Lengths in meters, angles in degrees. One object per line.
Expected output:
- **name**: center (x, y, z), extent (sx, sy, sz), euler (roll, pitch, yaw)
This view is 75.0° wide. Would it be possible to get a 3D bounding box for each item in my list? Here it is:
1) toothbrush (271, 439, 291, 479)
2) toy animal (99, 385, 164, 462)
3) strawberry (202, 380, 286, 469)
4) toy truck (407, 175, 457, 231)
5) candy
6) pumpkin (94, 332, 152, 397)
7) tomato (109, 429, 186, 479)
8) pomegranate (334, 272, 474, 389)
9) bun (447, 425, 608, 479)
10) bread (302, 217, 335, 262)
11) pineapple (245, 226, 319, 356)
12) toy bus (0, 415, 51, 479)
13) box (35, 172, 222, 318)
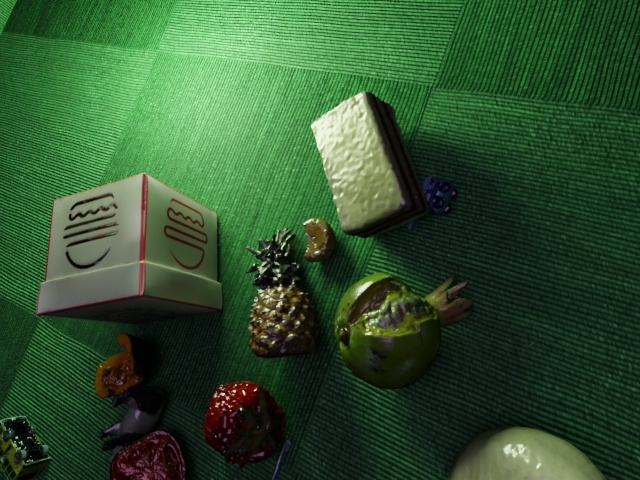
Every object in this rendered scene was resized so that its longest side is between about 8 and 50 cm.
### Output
- **toothbrush**: center (-0.107, 0.545, 0.976), extent (0.017, 0.014, 0.162), euler (22, 86, 44)
- **toy animal**: center (-0.494, 0.481, 1.091), extent (0.094, 0.121, 0.225), euler (13, 80, 55)
- **strawberry**: center (-0.188, 0.411, 0.962), extent (0.202, 0.187, 0.184), euler (13, 106, 51)
- **toy truck**: center (0.258, -0.079, 0.967), extent (0.074, 0.063, 0.136), euler (21, 87, 42)
- **candy**: center (0.113, -0.174, 0.985), extent (0.179, 0.135, 0.320), euler (-29, 68, 34)
- **pumpkin**: center (-0.525, 0.342, 1.142), extent (0.183, 0.108, 0.119), euler (-49, 58, 12)
- **tomato**: center (-0.419, 0.580, 1.041), extent (0.166, 0.082, 0.174), euler (-26, 66, -22)
- **pomegranate**: center (0.175, 0.170, 0.870), extent (0.302, 0.236, 0.235), euler (-16, 67, -18)
- **bun**: center (0.363, 0.505, 0.693), extent (0.361, 0.213, 0.360), euler (-18, 65, 47)
- **bread**: center (0.000, 0.000, 1.047), extent (0.082, 0.060, 0.113), euler (-4, 77, 21)
- **pineapple**: center (-0.098, 0.111, 1.014), extent (0.169, 0.169, 0.340), euler (-14, 65, 18)
- **toy bus**: center (-0.890, 0.614, 1.227), extent (0.175, 0.088, 0.101), euler (37, 93, 24)
- **box**: center (-0.472, 0.045, 1.085), extent (0.315, 0.312, 0.299), euler (-11, 71, 18)
